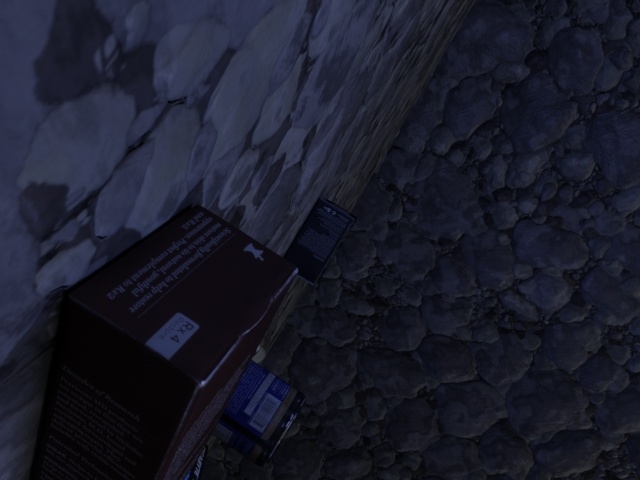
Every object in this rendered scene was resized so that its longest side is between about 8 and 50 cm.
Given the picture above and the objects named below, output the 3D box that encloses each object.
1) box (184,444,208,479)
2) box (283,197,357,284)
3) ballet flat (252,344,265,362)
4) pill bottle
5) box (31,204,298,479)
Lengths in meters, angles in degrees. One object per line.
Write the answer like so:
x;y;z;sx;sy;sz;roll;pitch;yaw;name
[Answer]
-0.262;0.377;0.768;0.175;0.051;0.220;-27;-165;4;box
0.000;0.000;1.458;0.207;0.108;0.153;-58;175;5;box
-0.214;0.322;1.548;0.086;0.086;0.248;-59;174;15;ballet flat
-0.143;0.229;0.821;0.123;0.219;0.123;-57;175;-8;pill bottle
-0.182;0.171;0.588;0.381;0.143;0.191;-59;175;34;box
